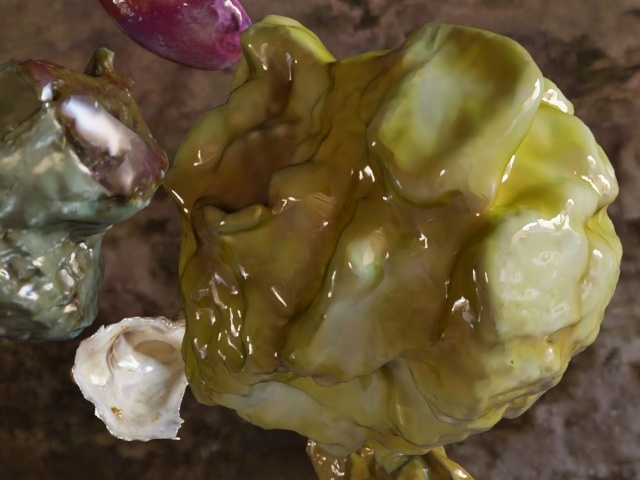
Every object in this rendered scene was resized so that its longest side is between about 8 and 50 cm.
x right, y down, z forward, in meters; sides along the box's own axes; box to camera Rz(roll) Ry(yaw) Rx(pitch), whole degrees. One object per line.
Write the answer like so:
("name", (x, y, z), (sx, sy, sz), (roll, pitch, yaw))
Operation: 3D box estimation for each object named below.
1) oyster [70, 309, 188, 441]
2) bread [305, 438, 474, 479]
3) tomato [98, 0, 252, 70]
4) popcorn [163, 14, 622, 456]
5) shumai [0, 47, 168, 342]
("oyster", (-0.215, 0.158, 1.621), (0.107, 0.161, 0.233), (-23, 11, 39))
("bread", (0.114, 0.368, 1.993), (0.238, 0.196, 0.252), (-26, 51, -28))
("tomato", (-0.232, -0.368, 2.008), (0.176, 0.335, 0.290), (-37, -38, 0))
("popcorn", (0.051, -0.005, 0.941), (0.334, 0.292, 0.293), (8, -29, 25))
("shumai", (-0.363, -0.089, 1.584), (0.323, 0.397, 0.324), (-41, 14, 26))
